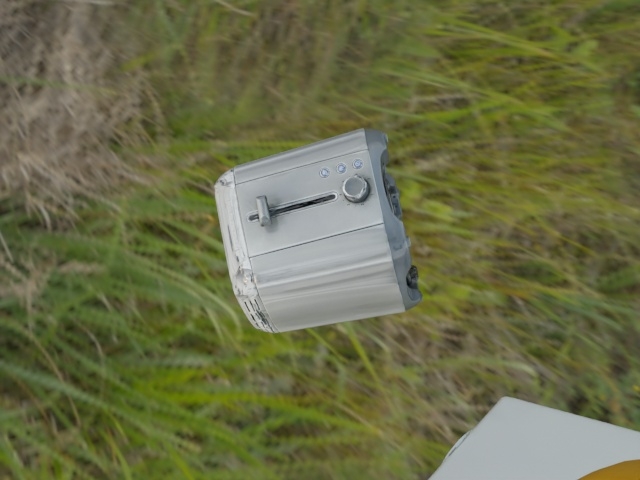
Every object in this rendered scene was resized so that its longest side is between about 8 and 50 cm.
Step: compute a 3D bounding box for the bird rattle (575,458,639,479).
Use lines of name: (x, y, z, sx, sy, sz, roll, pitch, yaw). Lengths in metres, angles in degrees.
bird rattle: (0.139, 0.109, 0.346, 0.253, 0.143, 0.207, -17, 99, -17)

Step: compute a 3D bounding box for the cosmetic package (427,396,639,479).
cosmetic package: (0.182, 0.178, 1.081, 0.117, 0.231, 0.085, -40, 130, -41)

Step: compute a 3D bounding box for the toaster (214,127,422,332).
toaster: (0.000, 0.000, 1.515, 0.146, 0.227, 0.129, -12, 73, 3)
